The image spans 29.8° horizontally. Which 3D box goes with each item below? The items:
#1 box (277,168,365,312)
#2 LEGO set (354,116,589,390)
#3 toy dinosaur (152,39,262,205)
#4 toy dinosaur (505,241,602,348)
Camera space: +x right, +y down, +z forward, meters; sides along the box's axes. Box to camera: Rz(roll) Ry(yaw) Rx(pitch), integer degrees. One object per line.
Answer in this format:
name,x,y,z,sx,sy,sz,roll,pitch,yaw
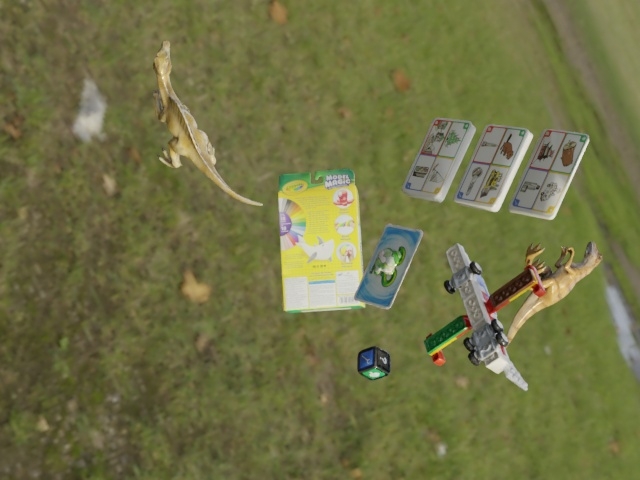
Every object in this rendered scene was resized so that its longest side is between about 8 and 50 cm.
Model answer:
box,0.000,0.000,1.541,0.043,0.105,0.179,47,40,-80
LEGO set,0.123,0.019,1.021,0.060,0.182,0.244,33,78,-38
toy dinosaur,-0.122,-0.092,1.124,0.183,0.053,0.092,61,-13,7
toy dinosaur,0.317,0.071,1.699,0.112,0.211,0.064,52,-4,-29
